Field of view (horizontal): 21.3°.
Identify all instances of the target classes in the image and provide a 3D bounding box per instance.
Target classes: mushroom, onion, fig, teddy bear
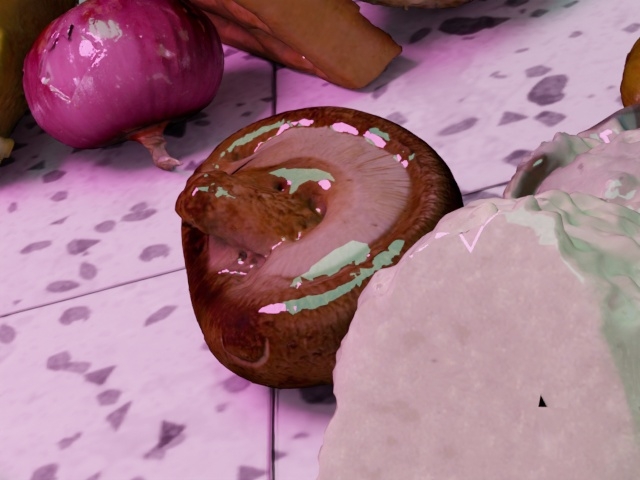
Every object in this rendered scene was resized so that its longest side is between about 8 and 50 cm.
[{"bbox_3d":[0.001,0.011,1.166,0.194,0.138,0.231,-5,43,-2],"label":"mushroom"},{"bbox_3d":[-0.169,-0.145,1.473,0.177,0.153,0.177,-14,25,7],"label":"onion"},{"bbox_3d":[0.272,-0.116,1.262,0.098,0.082,0.084,15,7,21],"label":"fig"},{"bbox_3d":[0.165,0.099,0.911,0.327,0.375,0.362,8,4,32],"label":"teddy bear"}]

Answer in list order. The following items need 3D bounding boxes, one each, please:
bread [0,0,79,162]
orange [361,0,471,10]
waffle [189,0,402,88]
[{"bbox_3d":[-0.348,-0.200,1.585,0.208,0.251,0.376,27,33,-11],"label":"bread"},{"bbox_3d":[0.094,-0.340,1.543,0.368,0.271,0.210,-38,-3,-30],"label":"orange"},{"bbox_3d":[-0.122,-0.261,1.472,0.304,0.348,0.077,29,85,50],"label":"waffle"}]
